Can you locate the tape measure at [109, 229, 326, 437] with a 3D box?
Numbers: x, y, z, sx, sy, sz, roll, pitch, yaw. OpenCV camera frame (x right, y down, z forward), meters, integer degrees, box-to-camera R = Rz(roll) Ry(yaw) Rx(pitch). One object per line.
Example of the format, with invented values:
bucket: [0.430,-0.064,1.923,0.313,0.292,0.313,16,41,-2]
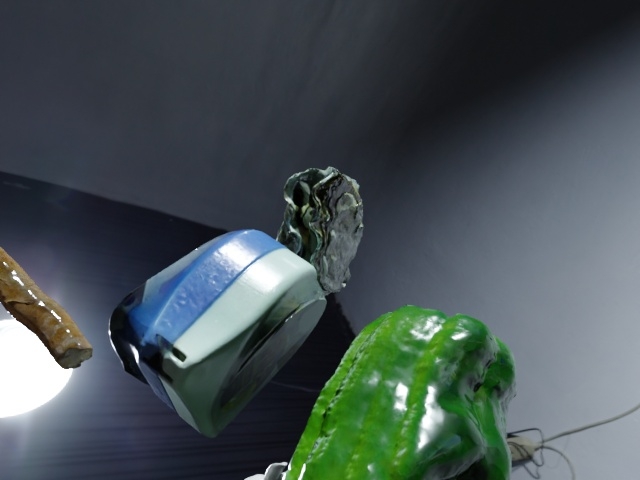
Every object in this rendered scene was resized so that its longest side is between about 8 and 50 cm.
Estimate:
tape measure: [-0.117,0.122,0.571,0.138,0.262,0.259,40,149,16]

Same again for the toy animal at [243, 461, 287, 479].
toy animal: [-0.138,0.609,0.989,0.127,0.182,0.131,-14,108,52]

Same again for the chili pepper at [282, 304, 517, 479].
chili pepper: [0.085,0.232,0.420,0.385,0.213,0.167,-59,3,-31]

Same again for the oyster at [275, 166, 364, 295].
oyster: [0.000,0.000,0.745,0.112,0.198,0.267,20,122,31]

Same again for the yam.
yam: [-0.421,0.091,0.605,0.241,0.057,0.057,41,122,9]
